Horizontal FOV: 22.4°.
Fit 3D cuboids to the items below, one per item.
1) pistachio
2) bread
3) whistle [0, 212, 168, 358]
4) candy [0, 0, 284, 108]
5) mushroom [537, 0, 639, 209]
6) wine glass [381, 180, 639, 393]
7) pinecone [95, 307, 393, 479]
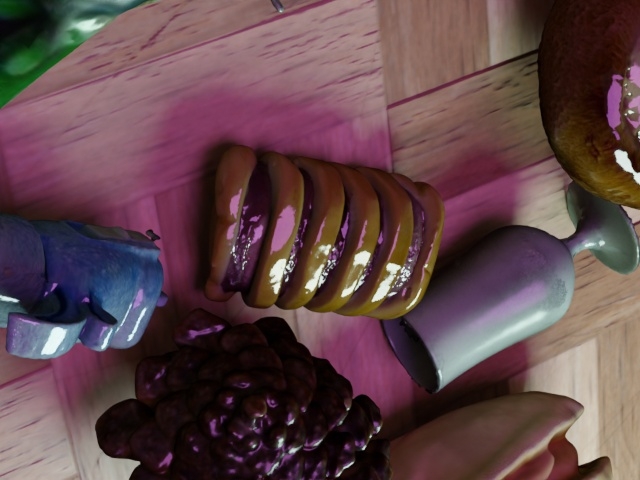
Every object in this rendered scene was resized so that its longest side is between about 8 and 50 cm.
[{"bbox_3d":[0.141,0.256,1.494,0.318,0.214,0.193,-24,84,-32],"label":"pistachio"},{"bbox_3d":[0.000,0.000,1.326,0.225,0.081,0.134,5,110,-36],"label":"bread"},{"bbox_3d":[-0.207,0.027,1.136,0.269,0.180,0.093,8,109,-46],"label":"whistle"},{"bbox_3d":[-0.242,-0.178,1.022,0.398,0.172,0.263,-31,124,-3],"label":"candy"},{"bbox_3d":[0.293,-0.144,1.398,0.253,0.153,0.253,-2,94,-32],"label":"mushroom"},{"bbox_3d":[0.169,0.042,1.453,0.231,0.103,0.103,-32,127,-17],"label":"wine glass"},{"bbox_3d":[-0.053,0.173,1.300,0.202,0.229,0.201,-41,167,11],"label":"pinecone"}]
